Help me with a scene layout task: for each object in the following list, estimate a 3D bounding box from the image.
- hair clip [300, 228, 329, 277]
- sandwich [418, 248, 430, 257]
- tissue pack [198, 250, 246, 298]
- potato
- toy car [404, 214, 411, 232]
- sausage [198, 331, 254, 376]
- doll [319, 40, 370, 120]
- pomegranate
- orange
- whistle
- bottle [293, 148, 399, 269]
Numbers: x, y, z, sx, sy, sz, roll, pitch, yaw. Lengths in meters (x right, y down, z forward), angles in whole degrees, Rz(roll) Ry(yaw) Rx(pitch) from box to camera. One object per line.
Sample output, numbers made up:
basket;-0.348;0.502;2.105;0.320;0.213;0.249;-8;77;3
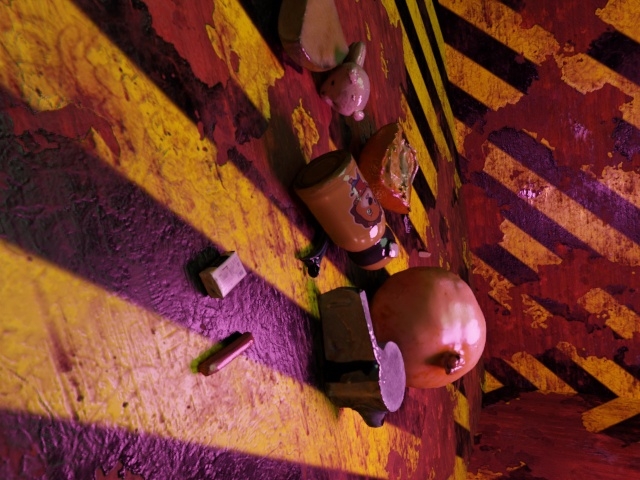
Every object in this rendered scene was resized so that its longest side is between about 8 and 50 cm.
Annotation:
hair clip;0.000;0.000;1.167;0.070;0.039;0.229;62;33;-33
sandwich;0.487;0.062;1.996;0.083;0.044;0.030;-145;-133;-72
tissue pack;-0.189;0.065;0.812;0.083;0.042;0.062;-53;132;-49
potato;-0.047;-0.551;1.078;0.269;0.112;0.255;62;39;-38
toy car;0.382;-0.079;1.842;0.041;0.025;0.093;-57;137;-49
sausage;-0.178;0.220;0.821;0.030;0.035;0.147;61;33;0
doll;0.075;-0.495;1.273;0.277;0.150;0.175;-83;162;-45
pomegranate;0.341;0.296;1.367;0.412;0.412;0.410;13;75;-59
orange;0.243;-0.248;1.460;0.335;0.196;0.262;32;73;-50
whistle;0.101;0.328;1.161;0.404;0.168;0.188;63;35;-26
bottle;0.090;-0.063;1.135;0.351;0.172;0.171;52;43;-31
